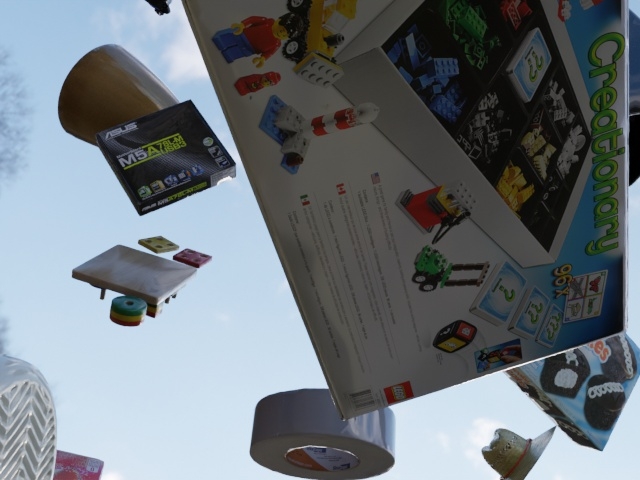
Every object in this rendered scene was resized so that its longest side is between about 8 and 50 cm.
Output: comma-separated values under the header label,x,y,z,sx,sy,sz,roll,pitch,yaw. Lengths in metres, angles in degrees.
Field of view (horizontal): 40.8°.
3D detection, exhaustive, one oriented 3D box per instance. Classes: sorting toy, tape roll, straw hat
label,x,y,z,sx,sy,sz,roll,pitch,yaw
sorting toy,-0.261,0.058,1.234,0.132,0.274,0.046,17,-70,11
tape roll,0.005,0.297,1.301,0.219,0.072,0.219,4,-33,2
straw hat,0.244,0.278,1.123,0.061,0.144,0.144,35,-40,14

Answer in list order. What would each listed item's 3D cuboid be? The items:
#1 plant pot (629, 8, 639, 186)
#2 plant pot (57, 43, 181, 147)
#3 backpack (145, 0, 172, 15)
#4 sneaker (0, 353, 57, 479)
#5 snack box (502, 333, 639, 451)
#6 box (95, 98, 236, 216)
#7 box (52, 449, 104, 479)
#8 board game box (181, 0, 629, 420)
label,x,y,z,sx,sy,sz,roll,pitch,yaw
plant pot,0.255,-0.154,0.911,0.188,0.166,0.188,-10,-21,-11
plant pot,-0.408,-0.276,1.926,0.254,0.237,0.237,32,-40,20
backpack,-0.238,-0.387,1.206,0.105,0.114,0.084,33,-71,-27
sneaker,-0.289,0.220,0.516,0.148,0.350,0.131,18,-12,21
snack box,0.380,0.166,1.370,0.322,0.187,0.060,43,-22,-22
box,-0.273,-0.150,1.525,0.184,0.191,0.045,56,-22,26
box,-0.404,0.318,1.026,0.257,0.122,0.128,16,-65,-9
board game box,0.064,-0.035,0.460,0.193,0.053,0.305,-17,-49,0
